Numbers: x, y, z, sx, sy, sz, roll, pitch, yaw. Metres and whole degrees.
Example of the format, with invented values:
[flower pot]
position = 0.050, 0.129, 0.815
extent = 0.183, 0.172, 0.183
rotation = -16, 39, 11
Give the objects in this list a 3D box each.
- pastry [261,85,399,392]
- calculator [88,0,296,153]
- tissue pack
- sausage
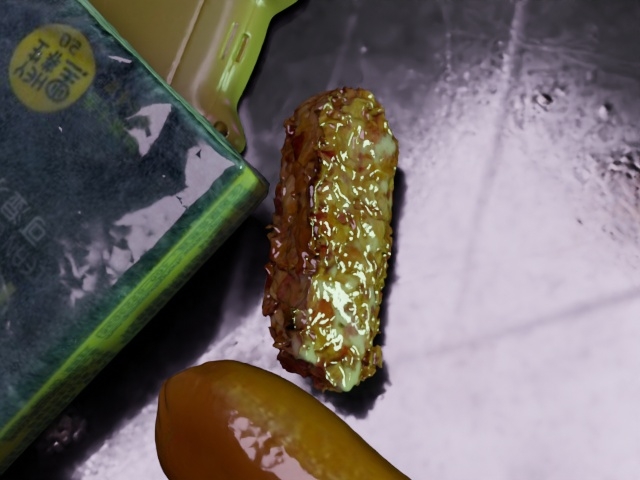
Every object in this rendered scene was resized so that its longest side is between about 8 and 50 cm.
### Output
[pastry]
position = 0.002, 0.001, 0.826
extent = 0.063, 0.087, 0.169
rotation = -5, 70, 42
[calculator]
position = -0.138, -0.141, 0.909
extent = 0.236, 0.033, 0.157
rotation = 17, 79, 14
[tissue pack]
position = -0.178, -0.002, 0.834
extent = 0.257, 0.081, 0.185
rotation = -46, 72, 3
[sausage]
position = 0.010, 0.149, 0.776
extent = 0.238, 0.098, 0.098
rotation = 36, 82, 13
